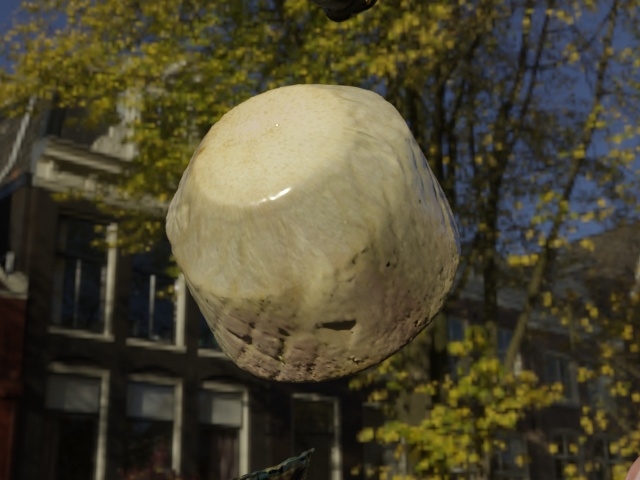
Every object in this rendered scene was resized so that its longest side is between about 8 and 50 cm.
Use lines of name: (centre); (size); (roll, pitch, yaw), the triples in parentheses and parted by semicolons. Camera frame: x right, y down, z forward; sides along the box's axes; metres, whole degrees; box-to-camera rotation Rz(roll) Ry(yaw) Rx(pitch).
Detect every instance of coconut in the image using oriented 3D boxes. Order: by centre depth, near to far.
coconut: (0.000, 0.000, 1.072); (0.329, 0.329, 0.329); (-1, -18, 0)

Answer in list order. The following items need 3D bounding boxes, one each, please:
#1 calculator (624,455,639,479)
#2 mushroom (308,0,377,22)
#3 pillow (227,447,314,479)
calculator: (0.326, 0.225, 0.607); (0.329, 0.220, 0.048); (9, -33, -3)
mushroom: (-0.023, -0.373, 1.330); (0.100, 0.081, 0.312); (-27, -23, 25)
pillow: (-0.121, 0.288, 0.917); (0.189, 0.034, 0.255); (-12, -37, -47)
